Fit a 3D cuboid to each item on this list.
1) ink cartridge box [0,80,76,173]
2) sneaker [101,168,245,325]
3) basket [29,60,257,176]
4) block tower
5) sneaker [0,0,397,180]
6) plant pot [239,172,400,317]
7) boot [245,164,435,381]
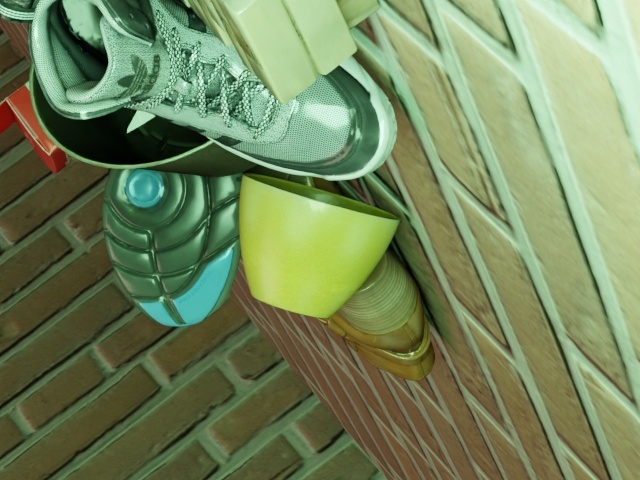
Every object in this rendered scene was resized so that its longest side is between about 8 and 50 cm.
[{"bbox_3d":[-0.244,-0.146,2.061,0.078,0.231,0.134,53,173,3],"label":"ink cartridge box"},{"bbox_3d":[-0.124,-0.097,1.725,0.139,0.125,0.341,5,-101,-84],"label":"sneaker"},{"bbox_3d":[-0.097,-0.126,1.522,0.154,0.204,0.227,57,-176,8],"label":"basket"},{"bbox_3d":[-0.089,-0.225,1.285,0.335,0.091,0.097,48,170,38],"label":"block tower"},{"bbox_3d":[-0.088,-0.105,1.318,0.268,0.101,0.153,27,-159,11],"label":"sneaker"},{"bbox_3d":[-0.012,0.008,1.636,0.134,0.095,0.134,17,-174,-2],"label":"plant pot"},{"bbox_3d":[0.000,0.000,1.826,0.283,0.109,0.220,40,171,29],"label":"boot"}]
